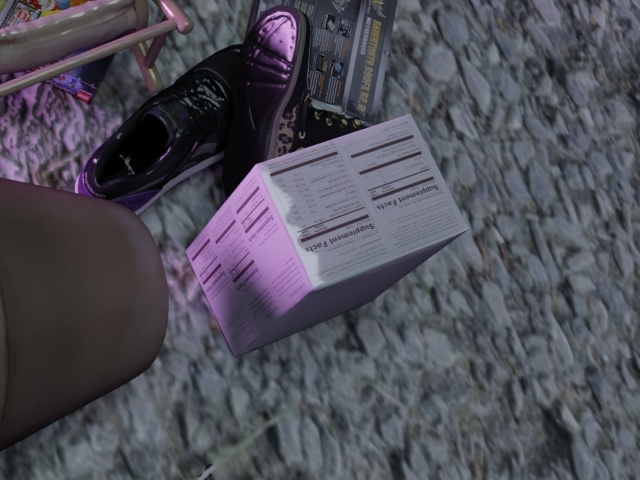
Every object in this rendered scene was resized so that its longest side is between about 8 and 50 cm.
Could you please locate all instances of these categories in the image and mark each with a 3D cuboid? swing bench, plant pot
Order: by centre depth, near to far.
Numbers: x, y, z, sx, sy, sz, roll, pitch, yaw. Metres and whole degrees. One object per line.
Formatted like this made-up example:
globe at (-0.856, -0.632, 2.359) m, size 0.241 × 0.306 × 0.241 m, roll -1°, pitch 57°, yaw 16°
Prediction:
plant pot at (-0.318, 0.065, 1.218) m, size 0.280 × 0.323 × 0.323 m, roll -8°, pitch 73°, yaw -43°
swing bench at (-0.320, -0.259, 1.343) m, size 0.253 × 0.165 × 0.255 m, roll -27°, pitch 82°, yaw -27°

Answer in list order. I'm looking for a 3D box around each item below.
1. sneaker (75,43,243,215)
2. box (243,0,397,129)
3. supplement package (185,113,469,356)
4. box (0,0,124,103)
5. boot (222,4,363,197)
sneaker at (-0.155, -0.130, 1.409) m, size 0.107 × 0.124 × 0.283 m, roll 44°, pitch 71°, yaw 0°
box at (-0.003, -0.259, 1.590) m, size 0.183 × 0.056 × 0.231 m, roll 17°, pitch 66°, yaw -16°
supplement package at (0.000, 0.000, 1.373) m, size 0.204 × 0.262 × 0.145 m, roll -20°, pitch 80°, yaw -28°
box at (-0.301, -0.298, 1.485) m, size 0.159 × 0.044 × 0.233 m, roll 26°, pitch 63°, yaw -11°
boot at (-0.020, -0.157, 1.452) m, size 0.178 × 0.085 × 0.236 m, roll -8°, pitch 117°, yaw -49°
